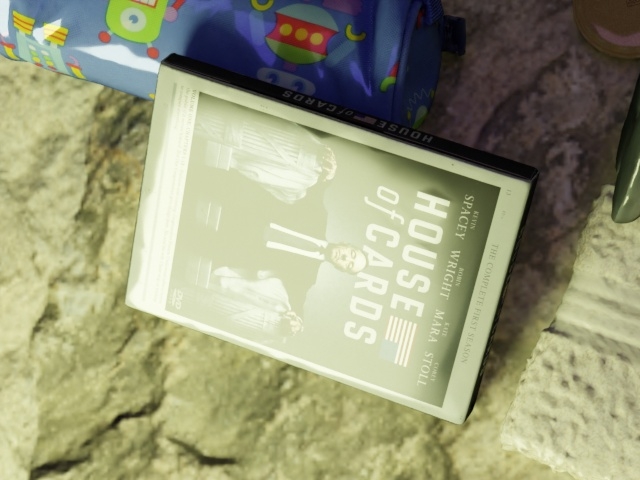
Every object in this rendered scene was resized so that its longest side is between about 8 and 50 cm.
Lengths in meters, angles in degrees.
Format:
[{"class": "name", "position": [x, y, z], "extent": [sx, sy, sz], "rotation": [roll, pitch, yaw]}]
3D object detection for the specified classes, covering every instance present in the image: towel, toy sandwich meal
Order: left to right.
[{"class": "toy sandwich meal", "position": [0.207, -0.152, 1.083], "extent": [0.085, 0.029, 0.085], "rotation": [-3, 76, 13]}, {"class": "towel", "position": [0.268, 0.098, 1.010], "extent": [0.282, 0.049, 0.187], "rotation": [23, 82, 13]}]

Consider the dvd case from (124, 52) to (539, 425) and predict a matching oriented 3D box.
[{"class": "dvd case", "position": [0.000, 0.000, 1.031], "extent": [0.238, 0.029, 0.179], "rotation": [19, 120, 12]}]

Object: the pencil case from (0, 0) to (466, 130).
[{"class": "pencil case", "position": [-0.064, -0.144, 1.073], "extent": [0.306, 0.119, 0.133], "rotation": [16, 103, 11]}]

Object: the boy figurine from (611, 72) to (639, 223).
[{"class": "boy figurine", "position": [0.324, -0.042, 0.996], "extent": [0.285, 0.092, 0.177], "rotation": [11, 40, 0]}]
